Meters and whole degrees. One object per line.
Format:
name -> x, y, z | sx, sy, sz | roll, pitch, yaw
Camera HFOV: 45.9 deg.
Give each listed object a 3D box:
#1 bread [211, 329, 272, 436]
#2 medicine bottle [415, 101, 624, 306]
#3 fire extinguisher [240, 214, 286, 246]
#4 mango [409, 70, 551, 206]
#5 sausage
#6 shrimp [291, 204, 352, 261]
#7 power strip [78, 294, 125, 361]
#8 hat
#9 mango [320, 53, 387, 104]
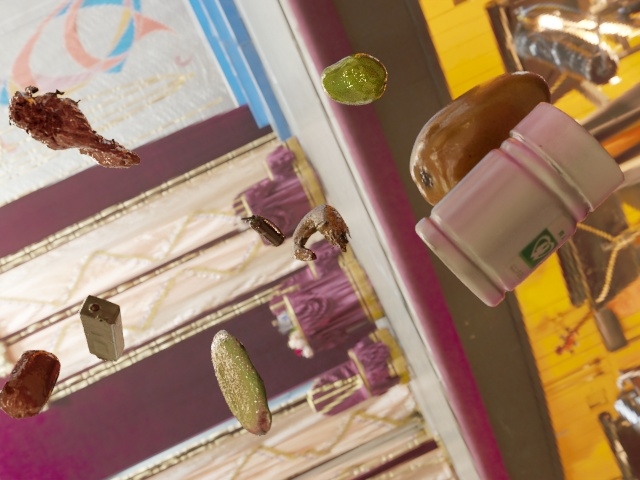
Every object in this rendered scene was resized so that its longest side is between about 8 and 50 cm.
bread -> -0.163, 0.286, 1.499 | 0.228, 0.033, 0.229 | 42, 144, 41
medicine bottle -> 0.352, -0.062, 1.361 | 0.212, 0.325, 0.212 | 43, -173, -7
fire extinguisher -> -0.151, -0.032, 2.061 | 0.158, 0.064, 0.043 | 44, -144, -55
mango -> 0.366, -0.231, 1.690 | 0.221, 0.378, 0.264 | 46, 176, 18
sausage -> -0.349, 0.172, 0.913 | 0.054, 0.059, 0.094 | 31, -145, -17
shrimp -> -0.005, -0.005, 1.106 | 0.045, 0.095, 0.162 | 57, 178, -26
power strip -> -0.467, 0.194, 1.627 | 0.272, 0.078, 0.052 | 111, 178, -61
hat -> -0.478, -0.219, 1.394 | 0.236, 0.107, 0.286 | 23, -179, 10
mango -> 0.079, -0.361, 1.709 | 0.117, 0.089, 0.163 | 41, 151, -28
